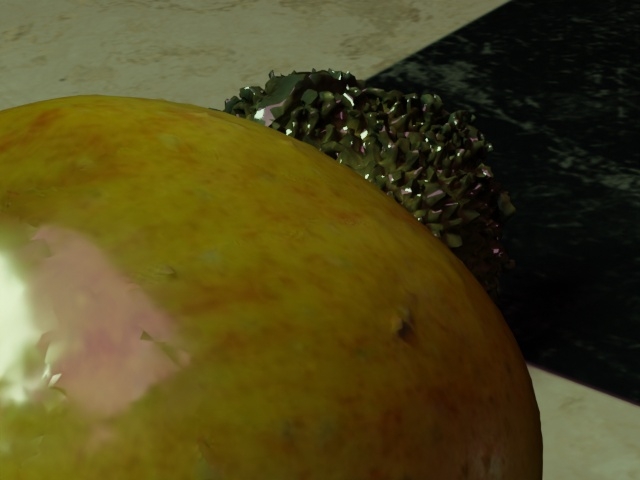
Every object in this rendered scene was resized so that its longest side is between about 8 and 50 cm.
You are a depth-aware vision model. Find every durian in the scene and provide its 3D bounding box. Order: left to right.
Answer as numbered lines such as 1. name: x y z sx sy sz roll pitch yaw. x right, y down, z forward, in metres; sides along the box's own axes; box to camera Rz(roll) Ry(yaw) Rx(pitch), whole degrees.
1. durian: 0.000 0.000 0.978 0.196 0.167 0.196 -27 23 13

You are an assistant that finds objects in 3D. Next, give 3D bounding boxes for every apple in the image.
1. apple: -0.071 0.095 0.658 0.299 0.299 0.275 18 13 36
